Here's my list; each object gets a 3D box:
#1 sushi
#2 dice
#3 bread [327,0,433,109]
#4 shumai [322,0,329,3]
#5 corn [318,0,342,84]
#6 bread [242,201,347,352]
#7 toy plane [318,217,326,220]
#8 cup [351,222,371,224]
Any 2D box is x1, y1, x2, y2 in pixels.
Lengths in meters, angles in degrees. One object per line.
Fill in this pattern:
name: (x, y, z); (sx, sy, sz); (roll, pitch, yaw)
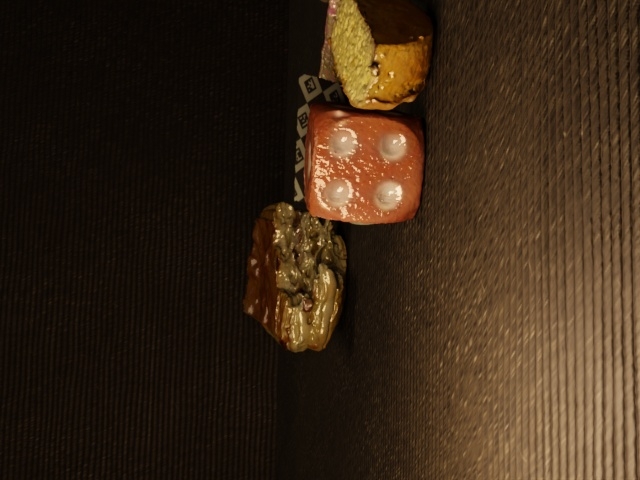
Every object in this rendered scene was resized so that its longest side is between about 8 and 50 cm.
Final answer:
sushi: (0.049, -0.176, 1.775); (0.047, 0.220, 0.231); (-1, 86, 44)
dice: (0.066, -0.127, 1.542); (0.175, 0.179, 0.173); (-100, 13, -77)
bread: (0.099, -0.291, 1.469); (0.229, 0.140, 0.143); (-106, 18, -47)
shumai: (0.046, -0.607, 2.031); (0.176, 0.166, 0.205); (-22, 65, 57)
corn: (0.065, -0.377, 1.871); (0.335, 0.127, 0.126); (104, 166, -72)
bread: (-0.035, 0.078, 2.205); (0.370, 0.192, 0.314); (-165, 83, -70)
toy plane: (0.000, 0.001, 2.459); (0.078, 0.053, 0.197); (147, 130, -70)
cup: (0.077, -0.103, 1.703); (0.120, 0.120, 0.141); (-112, 15, -72)
